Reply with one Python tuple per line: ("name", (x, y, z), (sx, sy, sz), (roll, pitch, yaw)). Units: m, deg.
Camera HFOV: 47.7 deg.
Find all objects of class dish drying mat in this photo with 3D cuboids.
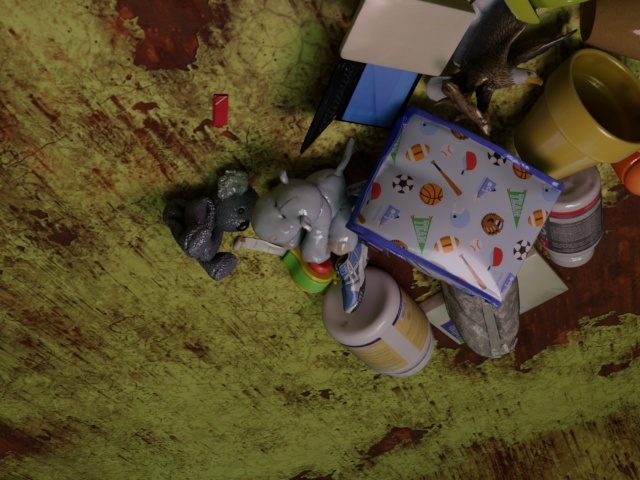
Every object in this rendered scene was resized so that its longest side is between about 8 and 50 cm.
("dish drying mat", (-0.216, -0.281, 1.563), (0.032, 0.008, 0.083), (-3, 139, -14))

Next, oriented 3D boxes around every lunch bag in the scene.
("lunch bag", (0.289, -0.081, 1.661), (0.385, 0.239, 0.328), (27, 88, -10))
("lunch bag", (0.448, 0.150, 2.024), (0.212, 0.256, 0.305), (-14, 129, 8))

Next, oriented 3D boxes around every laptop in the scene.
("laptop", (0.100, -0.298, 1.531), (0.136, 0.264, 0.234), (31, 133, 5))

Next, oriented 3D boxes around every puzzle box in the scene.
("puzzle box", (0.544, 0.176, 2.286), (0.409, 0.052, 0.272), (-31, 138, 21))

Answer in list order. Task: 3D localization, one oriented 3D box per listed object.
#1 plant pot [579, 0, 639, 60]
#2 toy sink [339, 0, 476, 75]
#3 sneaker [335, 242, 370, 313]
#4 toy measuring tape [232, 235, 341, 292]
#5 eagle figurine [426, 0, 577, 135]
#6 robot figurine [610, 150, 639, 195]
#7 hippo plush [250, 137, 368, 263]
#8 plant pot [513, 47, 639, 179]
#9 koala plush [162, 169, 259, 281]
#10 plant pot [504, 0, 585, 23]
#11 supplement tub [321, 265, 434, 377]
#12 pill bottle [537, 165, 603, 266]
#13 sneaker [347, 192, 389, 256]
("plant pot", (0.668, -0.458, 1.460), (0.254, 0.237, 0.237), (0, 140, 4))
("toy sink", (0.148, -0.431, 1.395), (0.234, 0.131, 0.153), (2, 138, -26))
("sneaker", (0.076, 0.092, 1.966), (0.081, 0.211, 0.080), (6, 179, -24))
("toy measuring tape", (-0.075, 0.072, 1.938), (0.330, 0.121, 0.121), (14, 133, -30))
("eagle figurine", (0.376, -0.378, 1.504), (0.225, 0.298, 0.226), (29, 174, 3))
("robot figurine", (0.787, -0.197, 1.782), (0.128, 0.219, 0.158), (-1, 138, -14))
("hippo plush", (-0.022, -0.055, 1.649), (0.294, 0.234, 0.236), (-30, 179, 23))
("plant pot", (0.578, -0.263, 1.646), (0.254, 0.254, 0.239), (9, 151, -25))
("koala plush", (-0.240, -0.062, 1.715), (0.221, 0.203, 0.196), (-39, 148, -2))
("plant pot", (0.387, -0.537, 1.271), (0.207, 0.228, 0.227), (-27, 140, 25))
("supplement tub", (0.178, 0.248, 2.119), (0.241, 0.241, 0.331), (-27, 139, 16))
("pill bottle", (0.661, -0.066, 1.935), (0.176, 0.176, 0.318), (-20, 140, 8))
("sneaker", (0.119, -0.034, 1.841), (0.350, 0.148, 0.131), (4, 138, -19))
